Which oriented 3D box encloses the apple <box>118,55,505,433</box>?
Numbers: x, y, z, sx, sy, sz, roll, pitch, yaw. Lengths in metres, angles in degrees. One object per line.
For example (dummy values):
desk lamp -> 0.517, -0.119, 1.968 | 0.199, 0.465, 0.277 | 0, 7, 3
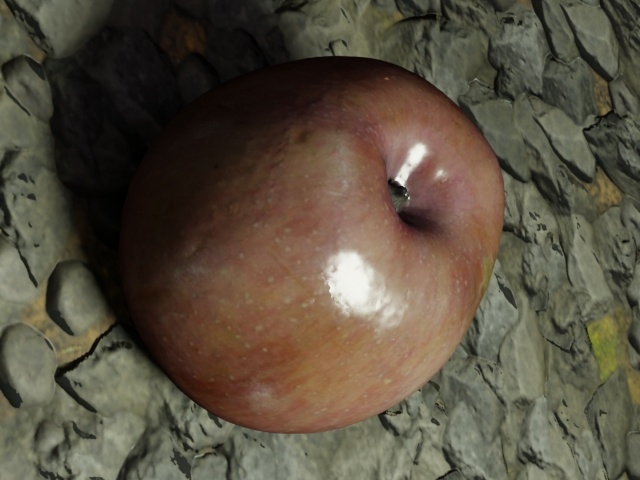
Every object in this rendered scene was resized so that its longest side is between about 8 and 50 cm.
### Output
apple -> 0.000, 0.000, 1.345 | 0.305, 0.235, 0.306 | 17, 65, -40
